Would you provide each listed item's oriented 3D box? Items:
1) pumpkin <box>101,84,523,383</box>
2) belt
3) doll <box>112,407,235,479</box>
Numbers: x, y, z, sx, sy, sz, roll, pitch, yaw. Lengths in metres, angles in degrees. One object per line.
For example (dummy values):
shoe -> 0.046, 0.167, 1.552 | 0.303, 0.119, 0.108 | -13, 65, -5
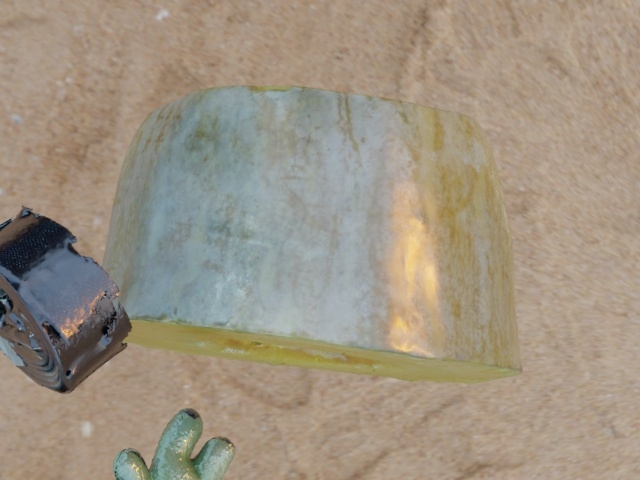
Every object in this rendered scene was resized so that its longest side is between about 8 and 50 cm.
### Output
pumpkin -> 0.000, 0.000, 0.935 | 0.332, 0.332, 0.199 | 4, 77, 23
belt -> -0.174, 0.037, 0.739 | 0.140, 0.058, 0.105 | 13, 130, 53
doll -> -0.139, 0.224, 1.067 | 0.115, 0.077, 0.150 | 45, 69, -12
